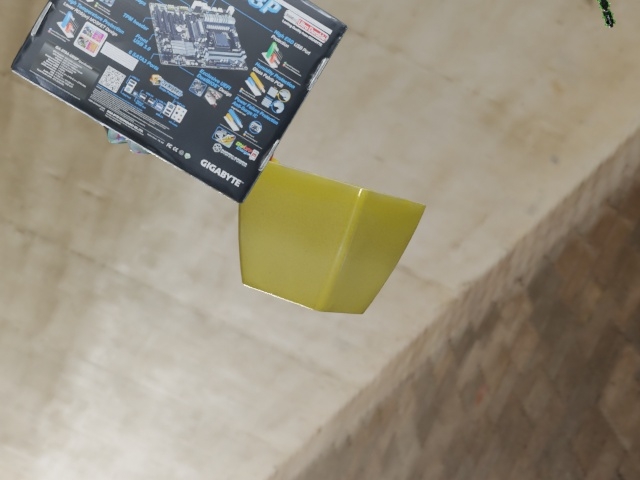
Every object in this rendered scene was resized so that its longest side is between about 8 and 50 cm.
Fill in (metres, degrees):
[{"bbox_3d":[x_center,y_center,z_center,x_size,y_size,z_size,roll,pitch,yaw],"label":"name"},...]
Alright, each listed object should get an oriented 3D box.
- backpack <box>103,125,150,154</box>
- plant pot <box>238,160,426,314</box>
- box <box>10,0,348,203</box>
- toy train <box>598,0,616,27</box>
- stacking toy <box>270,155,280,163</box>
[{"bbox_3d":[-0.208,-0.211,1.677,0.144,0.188,0.166,52,137,34],"label":"backpack"},{"bbox_3d":[0.000,0.000,1.745,0.212,0.212,0.187,9,-83,-60],"label":"plant pot"},{"bbox_3d":[-0.115,-0.159,0.973,0.175,0.220,0.051,-59,14,3],"label":"box"},{"bbox_3d":[0.419,-0.354,1.755,0.017,0.083,0.024,-19,29,14],"label":"toy train"},{"bbox_3d":[-0.115,-0.102,2.249,0.141,0.330,0.141,-18,25,8],"label":"stacking toy"}]
